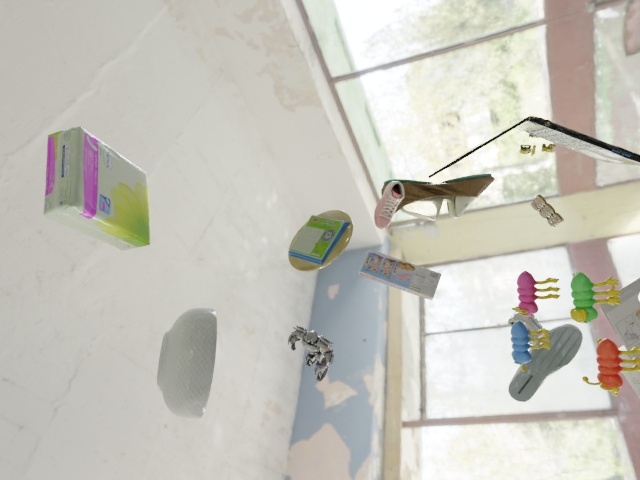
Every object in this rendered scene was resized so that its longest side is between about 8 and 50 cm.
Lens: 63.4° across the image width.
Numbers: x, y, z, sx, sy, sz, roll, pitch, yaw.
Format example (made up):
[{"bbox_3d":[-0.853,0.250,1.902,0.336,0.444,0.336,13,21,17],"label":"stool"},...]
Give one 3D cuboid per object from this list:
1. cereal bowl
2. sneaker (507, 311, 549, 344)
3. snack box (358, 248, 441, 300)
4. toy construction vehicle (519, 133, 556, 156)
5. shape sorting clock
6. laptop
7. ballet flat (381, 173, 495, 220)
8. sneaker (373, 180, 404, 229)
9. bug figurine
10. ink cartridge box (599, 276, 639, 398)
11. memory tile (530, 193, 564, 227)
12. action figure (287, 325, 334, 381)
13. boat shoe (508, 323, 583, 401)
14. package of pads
[{"bbox_3d":[-0.417,0.369,1.584,0.339,0.141,0.339,-172,90,-71],"label":"cereal bowl"},{"bbox_3d":[0.603,0.275,1.446,0.083,0.190,0.071,-20,-41,-37],"label":"sneaker"},{"bbox_3d":[0.182,0.077,1.188,0.022,0.178,0.064,73,-142,-67],"label":"snack box"},{"bbox_3d":[0.635,-0.281,1.507,0.035,0.098,0.086,-66,-22,-44],"label":"toy construction vehicle"},{"bbox_3d":[0.000,0.000,1.398,0.040,0.206,0.206,43,-141,-37],"label":"shape sorting clock"},{"bbox_3d":[0.327,-0.118,0.824,0.234,0.264,0.136,-36,-32,-72],"label":"laptop"},{"bbox_3d":[0.345,-0.122,1.503,0.116,0.342,0.124,150,115,-78],"label":"ballet flat"},{"bbox_3d":[0.181,-0.095,1.358,0.070,0.051,0.134,165,126,-80],"label":"sneaker"},{"bbox_3d":[0.437,0.160,0.952,0.072,0.279,0.216,-11,-85,-26],"label":"bug figurine"},{"bbox_3d":[0.818,0.203,1.230,0.261,0.296,0.066,61,164,10],"label":"ink cartridge box"},{"bbox_3d":[0.704,-0.091,1.616,0.113,0.012,0.148,52,-173,14],"label":"memory tile"},{"bbox_3d":[-0.024,0.407,1.900,0.099,0.185,0.285,-45,-30,-21],"label":"action figure"},{"bbox_3d":[0.509,0.270,1.193,0.083,0.226,0.076,40,-156,12],"label":"boat shoe"},{"bbox_3d":[-0.555,-0.126,1.312,0.296,0.101,0.229,46,-148,-64],"label":"package of pads"}]
